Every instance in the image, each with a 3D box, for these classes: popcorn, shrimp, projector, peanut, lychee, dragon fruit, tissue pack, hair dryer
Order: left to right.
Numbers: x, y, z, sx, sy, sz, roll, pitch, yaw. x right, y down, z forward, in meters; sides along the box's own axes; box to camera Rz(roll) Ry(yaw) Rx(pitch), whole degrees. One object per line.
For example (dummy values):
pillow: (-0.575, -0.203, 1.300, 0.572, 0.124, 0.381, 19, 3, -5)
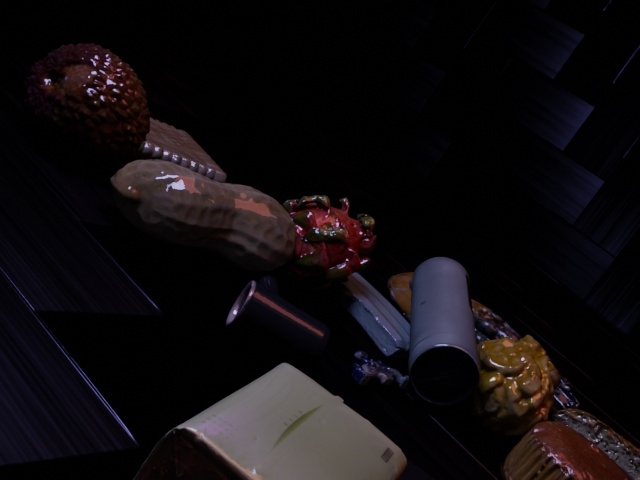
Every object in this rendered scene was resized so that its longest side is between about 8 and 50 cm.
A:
lychee: (-0.347, -0.204, 1.335, 0.188, 0.188, 0.188, 32, 14, -9)
peanut: (-0.169, -0.040, 1.286, 0.298, 0.120, 0.136, 20, 6, -33)
tissue pack: (-0.039, 0.211, 0.742, 0.159, 0.125, 0.234, 37, 14, 12)
hair dryer: (-0.058, 0.092, 1.237, 0.128, 0.070, 0.255, 32, 10, -10)
dragon fruit: (0.000, 0.000, 1.447, 0.171, 0.160, 0.167, 11, 45, -10)
projector: (0.196, 0.137, 1.415, 0.108, 0.108, 0.337, 32, 22, -6)
shrimp: (0.304, 0.191, 1.684, 0.445, 0.085, 0.272, 39, 20, 29)
popcorn: (0.292, 0.219, 1.380, 0.163, 0.140, 0.194, -1, 19, 30)

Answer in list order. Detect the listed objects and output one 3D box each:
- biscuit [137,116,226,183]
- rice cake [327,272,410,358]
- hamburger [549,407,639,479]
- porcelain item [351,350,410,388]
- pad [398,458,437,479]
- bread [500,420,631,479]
biscuit: (-0.335, -0.194, 1.587, 0.324, 0.044, 0.217, 20, 19, -43)
rice cake: (0.085, 0.118, 1.498, 0.127, 0.043, 0.237, 16, 22, -50)
hamburger: (0.466, 0.365, 1.367, 0.262, 0.124, 0.131, 40, 15, 20)
porcelain item: (0.077, 0.188, 1.293, 0.075, 0.021, 0.136, 40, 14, 37)
pad: (0.193, 0.360, 1.015, 0.265, 0.009, 0.159, 35, 14, 9)
bread: (0.365, 0.346, 1.246, 0.199, 0.104, 0.199, 30, 16, -10)
